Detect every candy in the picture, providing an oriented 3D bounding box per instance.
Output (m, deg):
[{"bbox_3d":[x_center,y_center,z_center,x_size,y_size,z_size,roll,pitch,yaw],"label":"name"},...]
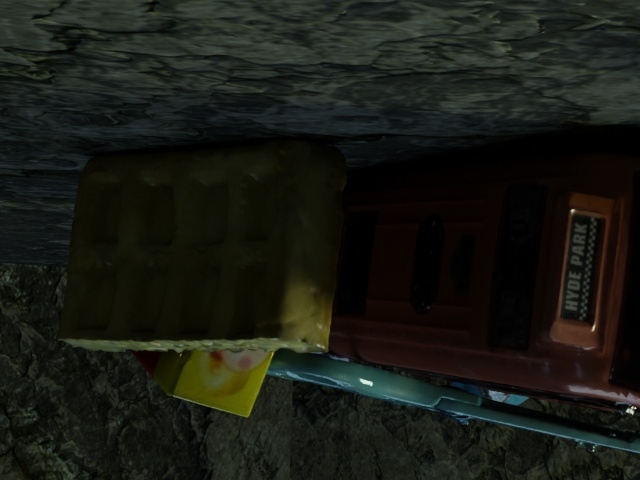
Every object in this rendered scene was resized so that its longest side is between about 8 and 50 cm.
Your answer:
[{"bbox_3d":[-0.124,0.047,1.252,0.088,0.146,0.276,21,-177,-27],"label":"candy"}]

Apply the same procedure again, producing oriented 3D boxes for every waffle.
[{"bbox_3d":[-0.105,0.007,1.091,0.274,0.168,0.057,-2,168,38],"label":"waffle"}]

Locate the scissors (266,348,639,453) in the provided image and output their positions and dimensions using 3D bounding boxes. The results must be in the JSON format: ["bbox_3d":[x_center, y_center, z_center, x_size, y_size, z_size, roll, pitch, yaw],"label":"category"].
[{"bbox_3d":[0.112,0.147,1.228,0.392,0.032,0.180,13,174,5],"label":"scissors"}]

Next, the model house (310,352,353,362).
[{"bbox_3d":[-0.041,0.055,1.452,0.193,0.211,0.170,0,174,6],"label":"model house"}]

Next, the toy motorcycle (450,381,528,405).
[{"bbox_3d":[0.237,0.097,1.734,0.172,0.232,0.416,-10,173,18],"label":"toy motorcycle"}]

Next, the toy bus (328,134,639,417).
[{"bbox_3d":[0.177,0.032,1.101,0.233,0.203,0.427,9,175,-26],"label":"toy bus"}]
